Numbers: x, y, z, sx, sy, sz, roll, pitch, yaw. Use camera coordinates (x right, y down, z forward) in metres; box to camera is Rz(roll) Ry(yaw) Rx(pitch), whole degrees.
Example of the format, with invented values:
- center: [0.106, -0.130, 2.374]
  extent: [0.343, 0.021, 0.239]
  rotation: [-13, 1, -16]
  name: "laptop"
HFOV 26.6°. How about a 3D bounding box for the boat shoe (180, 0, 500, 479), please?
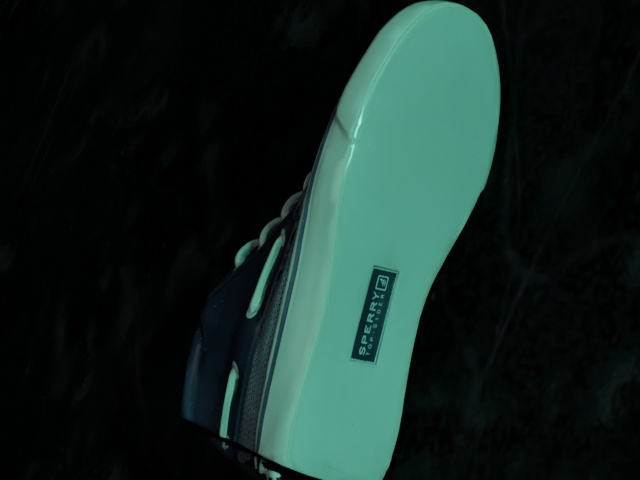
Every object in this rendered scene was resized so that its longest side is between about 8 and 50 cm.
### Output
- center: [0.000, 0.000, 0.914]
  extent: [0.158, 0.127, 0.340]
  rotation: [13, 83, 52]
  name: "boat shoe"
